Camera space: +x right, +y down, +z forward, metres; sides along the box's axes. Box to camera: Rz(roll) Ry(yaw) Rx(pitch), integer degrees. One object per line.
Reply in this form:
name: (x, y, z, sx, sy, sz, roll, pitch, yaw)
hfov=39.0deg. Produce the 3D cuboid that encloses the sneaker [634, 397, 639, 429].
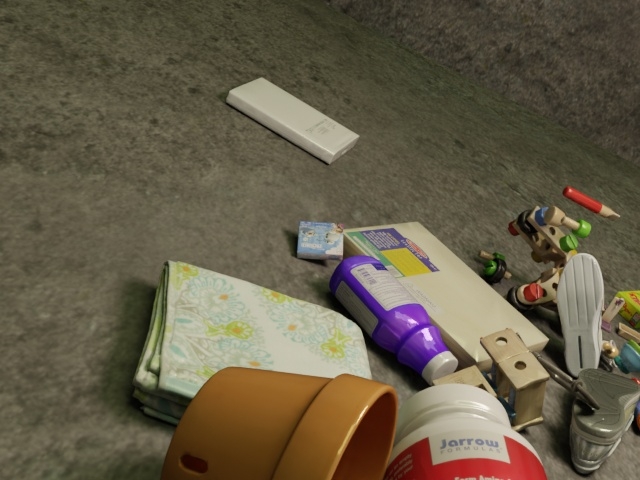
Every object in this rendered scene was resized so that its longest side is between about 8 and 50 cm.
sneaker: (0.720, 0.361, 1.808, 0.221, 0.083, 0.087, 22, 20, -17)

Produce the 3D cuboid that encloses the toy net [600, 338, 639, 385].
toy net: (0.633, 0.249, 1.878, 0.122, 0.045, 0.232, 51, 2, -6)

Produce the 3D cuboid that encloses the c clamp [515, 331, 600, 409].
c clamp: (0.418, 0.238, 1.588, 0.160, 0.022, 0.137, 37, -8, 46)

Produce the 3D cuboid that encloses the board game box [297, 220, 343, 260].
board game box: (0.000, 0.000, 1.798, 0.090, 0.020, 0.090, 3, 45, -1)

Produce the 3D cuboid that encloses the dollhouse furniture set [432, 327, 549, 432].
dollhouse furniture set: (0.280, 0.263, 1.577, 0.183, 0.129, 0.129, -17, 42, -14)

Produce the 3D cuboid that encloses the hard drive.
hard drive: (-0.066, -0.309, 2.300, 0.307, 0.040, 0.203, 31, 28, 9)

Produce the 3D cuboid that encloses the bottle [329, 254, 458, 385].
bottle: (0.135, 0.144, 1.644, 0.118, 0.092, 0.283, -4, 41, -44)

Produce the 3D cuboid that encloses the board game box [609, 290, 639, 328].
board game box: (0.813, 0.170, 2.252, 0.181, 0.043, 0.092, 1, 38, -41)

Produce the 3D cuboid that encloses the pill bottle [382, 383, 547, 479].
pill bottle: (0.191, 0.377, 1.146, 0.229, 0.229, 0.408, 21, 28, -12)

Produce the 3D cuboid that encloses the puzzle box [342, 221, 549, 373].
puzzle box: (0.242, 0.107, 1.846, 0.272, 0.052, 0.409, -6, 42, -46)

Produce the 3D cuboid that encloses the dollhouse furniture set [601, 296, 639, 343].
dollhouse furniture set: (0.719, 0.177, 2.115, 0.114, 0.081, 0.091, 30, 28, 4)

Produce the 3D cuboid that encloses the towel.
towel: (-0.089, 0.181, 1.387, 0.374, 0.090, 0.320, 20, 29, -14)

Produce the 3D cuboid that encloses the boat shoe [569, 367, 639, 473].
boat shoe: (0.524, 0.326, 1.690, 0.118, 0.103, 0.320, 17, 18, 18)

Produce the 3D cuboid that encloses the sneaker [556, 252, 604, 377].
sneaker: (0.533, 0.151, 1.858, 0.094, 0.258, 0.091, 3, 8, 17)

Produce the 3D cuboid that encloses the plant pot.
plant pot: (-0.055, 0.279, 1.079, 0.203, 0.291, 0.291, 17, 24, 19)

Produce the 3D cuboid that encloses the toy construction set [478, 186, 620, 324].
toy construction set: (0.538, 0.051, 1.966, 0.237, 0.309, 0.257, 24, 35, -17)
